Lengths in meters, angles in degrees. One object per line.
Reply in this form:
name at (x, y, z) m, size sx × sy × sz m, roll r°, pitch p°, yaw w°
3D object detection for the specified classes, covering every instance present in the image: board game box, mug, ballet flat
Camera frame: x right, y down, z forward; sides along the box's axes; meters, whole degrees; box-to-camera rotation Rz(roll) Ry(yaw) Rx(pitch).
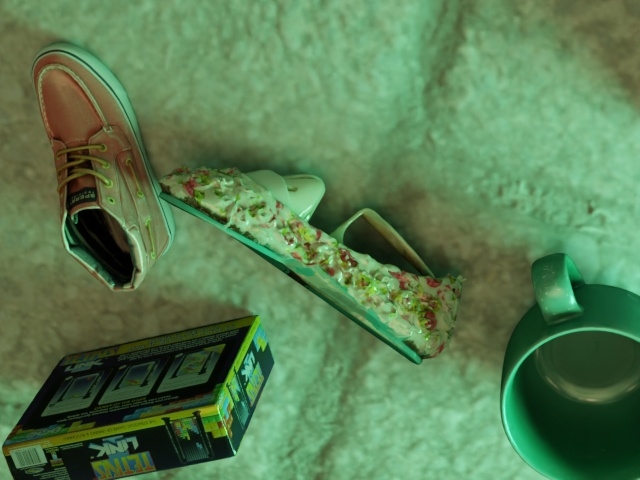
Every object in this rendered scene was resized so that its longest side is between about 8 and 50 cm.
board game box at (-0.131, 0.121, 1.122) m, size 0.170 × 0.141 × 0.048 m, roll -12°, pitch 109°, yaw 16°
mug at (0.196, 0.085, 1.068) m, size 0.130 × 0.097 × 0.157 m, roll 14°, pitch 116°, yaw 4°
ballet flat at (0.000, 0.000, 1.087) m, size 0.241 × 0.091 × 0.077 m, roll 33°, pitch 86°, yaw -10°

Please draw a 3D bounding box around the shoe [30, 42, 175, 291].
shoe at (-0.162, -0.051, 1.081) m, size 0.064 × 0.081 × 0.178 m, roll -18°, pitch 110°, yaw 18°
